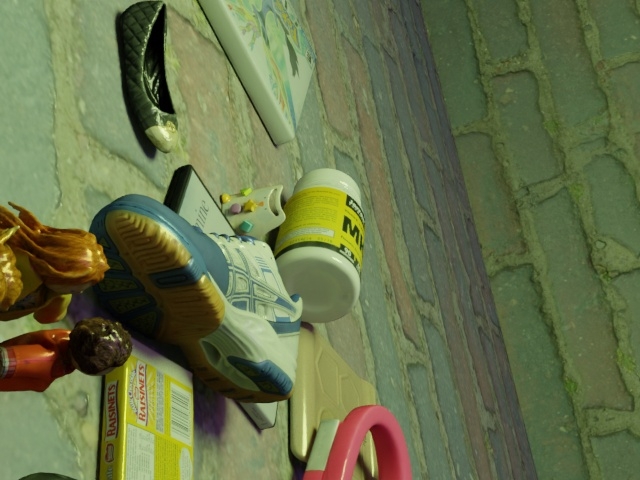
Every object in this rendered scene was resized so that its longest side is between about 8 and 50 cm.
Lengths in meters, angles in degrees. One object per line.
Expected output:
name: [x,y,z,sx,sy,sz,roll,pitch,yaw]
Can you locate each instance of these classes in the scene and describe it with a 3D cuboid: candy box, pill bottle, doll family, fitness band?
candy box: [-0.142,0.191,0.695,0.105,0.027,0.206,44,34,-51]
pill bottle: [0.000,0.000,1.120,0.208,0.119,0.119,-82,149,-51]
doll family: [-0.205,0.041,0.436,0.263,0.163,0.118,-14,87,-71]
fitness band: [0.047,0.333,0.992,0.209,0.054,0.291,59,34,-34]

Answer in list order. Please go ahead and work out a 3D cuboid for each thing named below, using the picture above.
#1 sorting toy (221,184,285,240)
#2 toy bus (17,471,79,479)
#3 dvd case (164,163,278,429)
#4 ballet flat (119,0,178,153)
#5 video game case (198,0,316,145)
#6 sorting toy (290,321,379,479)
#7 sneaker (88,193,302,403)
sorting toy: [-0.077,-0.036,1.001,0.045,0.075,0.083,46,32,-54]
toy bus: [-0.173,0.236,0.432,0.220,0.149,0.212,49,46,-46]
dvd case: [-0.104,0.062,0.922,0.180,0.022,0.253,-83,150,-49]
ballet flat: [-0.176,-0.176,0.883,0.057,0.049,0.173,15,60,-67]
video game case: [-0.102,-0.352,1.266,0.300,0.036,0.329,-79,147,-54]
sorting toy: [0.016,0.233,1.101,0.208,0.038,0.193,47,31,-44]
sneaker: [-0.107,0.035,0.773,0.296,0.111,0.131,58,36,-48]
